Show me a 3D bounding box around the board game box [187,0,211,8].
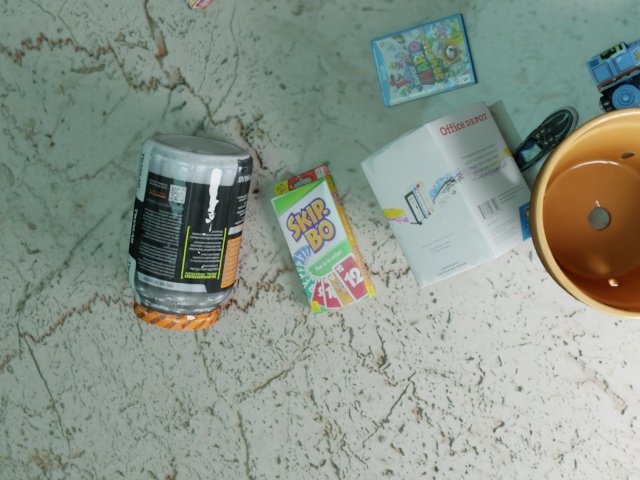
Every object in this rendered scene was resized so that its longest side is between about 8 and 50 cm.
[{"bbox_3d":[-0.208,-0.548,1.638,0.193,0.045,0.146,-40,82,26],"label":"board game box"}]

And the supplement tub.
[{"bbox_3d":[-0.250,-0.017,1.670,0.207,0.207,0.337,17,106,22],"label":"supplement tub"}]

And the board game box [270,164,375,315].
[{"bbox_3d":[0.000,0.000,1.651,0.124,0.039,0.259,-21,88,27],"label":"board game box"}]

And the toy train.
[{"bbox_3d":[0.496,-0.262,1.336,0.184,0.080,0.105,-26,82,28],"label":"toy train"}]

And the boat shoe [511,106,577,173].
[{"bbox_3d":[0.357,-0.158,1.442,0.049,0.040,0.142,47,116,11],"label":"boat shoe"}]

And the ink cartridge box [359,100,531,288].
[{"bbox_3d":[0.213,-0.074,1.435,0.168,0.171,0.232,-28,87,46],"label":"ink cartridge box"}]

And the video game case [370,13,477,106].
[{"bbox_3d":[0.174,-0.305,1.517,0.166,0.015,0.119,-11,95,27],"label":"video game case"}]

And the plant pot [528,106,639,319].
[{"bbox_3d":[0.436,-0.035,1.300,0.291,0.203,0.290,0,89,1],"label":"plant pot"}]
